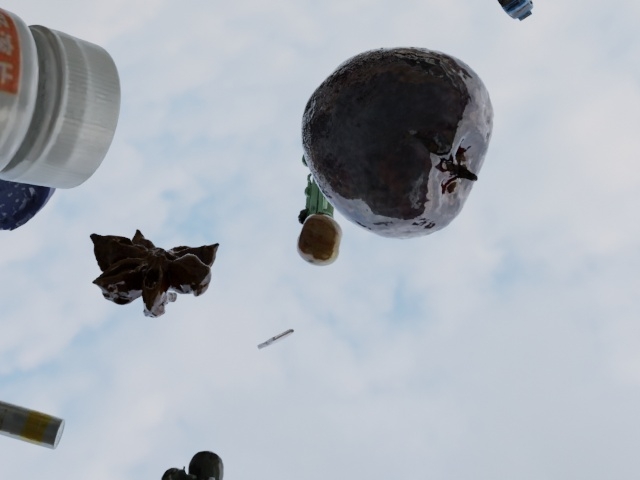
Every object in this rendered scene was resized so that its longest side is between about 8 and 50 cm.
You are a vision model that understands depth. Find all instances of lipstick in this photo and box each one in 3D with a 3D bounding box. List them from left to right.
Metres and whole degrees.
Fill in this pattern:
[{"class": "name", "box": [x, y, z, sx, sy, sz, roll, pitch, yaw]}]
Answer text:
[{"class": "lipstick", "box": [-0.578, 0.299, 1.864, 0.264, 0.059, 0.059, 16, -129, -1]}]

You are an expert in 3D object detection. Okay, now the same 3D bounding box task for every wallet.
[{"class": "wallet", "box": [-0.077, 0.169, 1.836, 0.044, 0.011, 0.083, -22, 174, -28]}]

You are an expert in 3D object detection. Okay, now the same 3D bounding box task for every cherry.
[{"class": "cherry", "box": [0.075, -0.103, 1.070, 0.195, 0.195, 0.195, -17, -137, 16]}]

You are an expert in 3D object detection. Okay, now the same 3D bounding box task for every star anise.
[{"class": "star anise", "box": [-0.237, 0.049, 1.575, 0.196, 0.212, 0.111, 23, -75, 59]}]

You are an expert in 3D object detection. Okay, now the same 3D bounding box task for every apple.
[{"class": "apple", "box": [0.000, 0.000, 1.723, 0.071, 0.084, 0.084, 18, -129, -4]}]

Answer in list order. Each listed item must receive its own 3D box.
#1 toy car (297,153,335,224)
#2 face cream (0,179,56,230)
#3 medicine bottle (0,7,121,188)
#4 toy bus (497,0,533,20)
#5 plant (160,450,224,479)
[{"class": "toy car", "box": [0.000, -0.086, 1.868, 0.054, 0.143, 0.073, 0, -172, -29]}, {"class": "face cream", "box": [-0.630, -0.168, 2.009, 0.249, 0.249, 0.225, -33, -133, -2]}, {"class": "medicine bottle", "box": [-0.436, -0.182, 1.241, 0.211, 0.371, 0.211, -10, -105, 44]}, {"class": "toy bus", "box": [0.272, -0.347, 1.509, 0.038, 0.046, 0.083, -30, -143, 26]}, {"class": "plant", "box": [-0.188, 0.438, 1.700, 0.149, 0.274, 0.146, 5, -130, 10]}]
